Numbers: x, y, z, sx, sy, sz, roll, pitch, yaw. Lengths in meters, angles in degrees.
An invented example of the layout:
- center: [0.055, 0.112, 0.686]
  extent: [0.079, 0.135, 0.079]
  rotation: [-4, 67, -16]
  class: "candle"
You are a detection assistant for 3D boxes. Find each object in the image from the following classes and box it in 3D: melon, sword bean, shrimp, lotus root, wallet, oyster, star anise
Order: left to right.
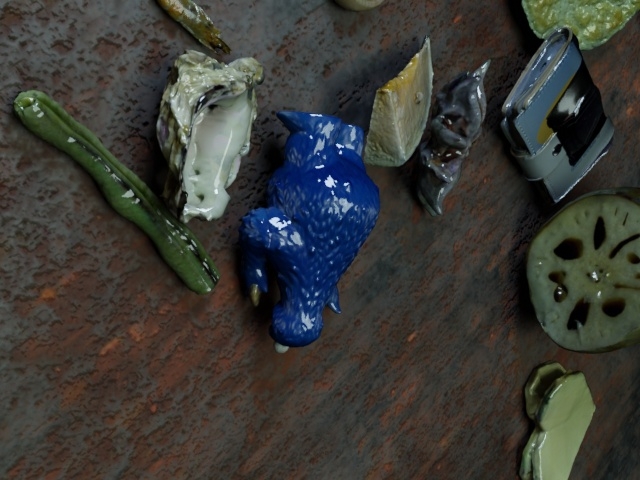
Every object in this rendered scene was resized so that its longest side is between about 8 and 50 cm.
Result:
- center: [-0.182, -0.041, 0.824]
  extent: [0.269, 0.038, 0.043]
  rotation: [50, 41, -38]
  class: "sword bean"
- center: [-0.110, -0.234, 0.854]
  extent: [0.114, 0.023, 0.083]
  rotation: [46, 66, -35]
  class: "shrimp"
- center: [-0.109, -0.109, 0.859]
  extent: [0.191, 0.081, 0.163]
  rotation: [-47, 147, -43]
  class: "oyster"
- center: [0.098, -0.164, 1.020]
  extent: [0.182, 0.054, 0.098]
  rotation: [-54, 146, -51]
  class: "melon"
- center: [0.156, -0.125, 1.065]
  extent: [0.181, 0.061, 0.205]
  rotation: [-61, 167, -25]
  class: "star anise"
- center: [0.336, -0.161, 1.235]
  extent: [0.170, 0.069, 0.231]
  rotation: [-51, 135, -9]
  class: "wallet"
- center: [0.473, 0.049, 1.317]
  extent: [0.346, 0.250, 0.251]
  rotation: [7, 95, -44]
  class: "lotus root"

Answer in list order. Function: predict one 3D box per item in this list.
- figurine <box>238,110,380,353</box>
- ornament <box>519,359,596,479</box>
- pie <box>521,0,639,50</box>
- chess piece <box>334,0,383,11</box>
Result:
- center: [-0.004, -0.006, 0.937]
  extent: [0.164, 0.120, 0.263]
  rotation: [-12, 110, -44]
  class: "figurine"
- center: [0.388, 0.290, 1.419]
  extent: [0.180, 0.059, 0.201]
  rotation: [-11, 110, -42]
  class: "ornament"
- center: [0.353, -0.385, 1.194]
  extent: [0.274, 0.105, 0.257]
  rotation: [36, 85, -40]
  class: "pie"
- center: [0.042, -0.293, 0.970]
  extent: [0.083, 0.038, 0.084]
  rotation: [-10, 105, -39]
  class: "chess piece"
